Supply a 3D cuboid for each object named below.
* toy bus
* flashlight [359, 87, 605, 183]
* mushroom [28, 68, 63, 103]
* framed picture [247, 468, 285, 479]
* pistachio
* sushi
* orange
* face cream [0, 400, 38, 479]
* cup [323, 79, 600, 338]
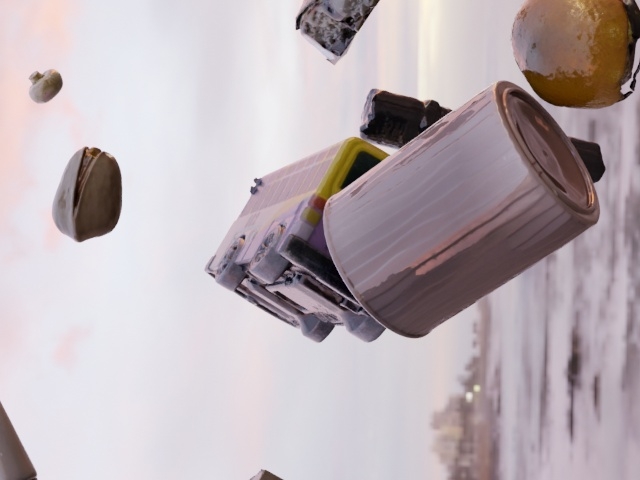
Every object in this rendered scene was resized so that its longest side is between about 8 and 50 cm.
[{"bbox_3d":[0.000,0.000,1.821,0.249,0.209,0.440,-61,14,-14],"label":"toy bus"},{"bbox_3d":[0.275,-0.167,2.043,0.103,0.423,0.103,-167,90,-86],"label":"flashlight"},{"bbox_3d":[-0.589,-0.331,2.557,0.067,0.083,0.084,49,-151,-25],"label":"mushroom"},{"bbox_3d":[0.026,0.355,1.263,0.232,0.315,0.024,-46,18,51],"label":"framed picture"},{"bbox_3d":[-0.361,-0.072,1.859,0.113,0.113,0.149,-42,-43,-80],"label":"pistachio"},{"bbox_3d":[0.039,-0.392,1.898,0.134,0.109,0.273,-59,5,-13],"label":"sushi"},{"bbox_3d":[0.270,-0.213,1.306,0.170,0.112,0.160,-34,79,51],"label":"orange"},{"bbox_3d":[-0.542,0.329,1.942,0.314,0.143,0.089,55,-171,13],"label":"face cream"},{"bbox_3d":[0.181,-0.034,1.440,0.288,0.273,0.208,3,-123,-56],"label":"cup"}]
